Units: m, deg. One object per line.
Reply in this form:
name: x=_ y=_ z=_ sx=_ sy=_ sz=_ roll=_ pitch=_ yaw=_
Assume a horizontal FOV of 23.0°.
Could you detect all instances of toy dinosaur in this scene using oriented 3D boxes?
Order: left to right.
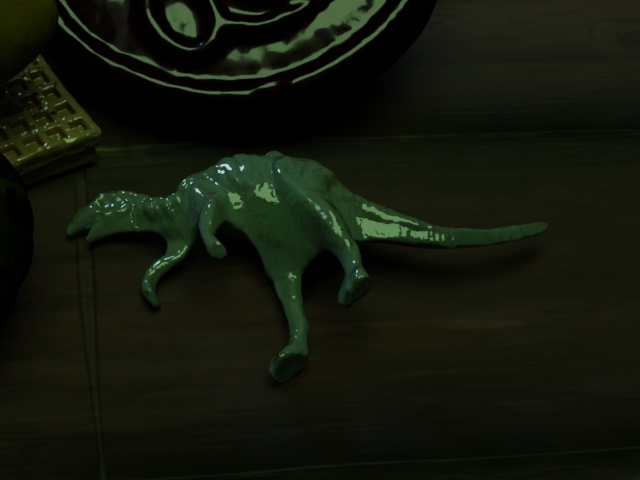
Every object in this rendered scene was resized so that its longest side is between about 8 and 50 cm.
toy dinosaur: x=0.000 y=0.000 z=1.266 sx=0.393 sy=0.092 sz=0.205 roll=-14 pitch=48 yaw=-8

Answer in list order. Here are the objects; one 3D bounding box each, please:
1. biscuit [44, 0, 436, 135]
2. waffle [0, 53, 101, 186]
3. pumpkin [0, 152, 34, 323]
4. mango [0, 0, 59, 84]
biscuit: x=-0.083 y=-0.292 z=1.392 sx=0.407 sy=0.091 sz=0.407 roll=0 pitch=74 yaw=-1
waffle: x=-0.264 y=-0.111 z=1.344 sx=0.102 sy=0.042 sz=0.148 roll=-24 pitch=58 yaw=-26
pumpkin: x=-0.327 y=-0.001 z=1.173 sx=0.224 sy=0.157 sz=0.223 roll=2 pitch=70 yaw=-5
mango: x=-0.404 y=-0.180 z=1.259 sx=0.384 sy=0.221 sz=0.199 roll=5 pitch=60 yaw=2
